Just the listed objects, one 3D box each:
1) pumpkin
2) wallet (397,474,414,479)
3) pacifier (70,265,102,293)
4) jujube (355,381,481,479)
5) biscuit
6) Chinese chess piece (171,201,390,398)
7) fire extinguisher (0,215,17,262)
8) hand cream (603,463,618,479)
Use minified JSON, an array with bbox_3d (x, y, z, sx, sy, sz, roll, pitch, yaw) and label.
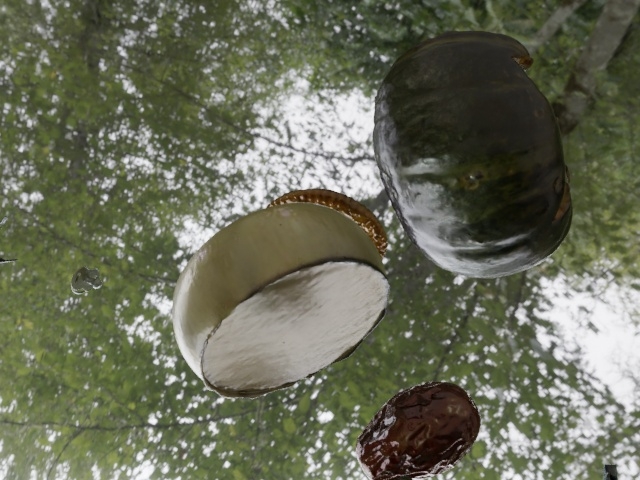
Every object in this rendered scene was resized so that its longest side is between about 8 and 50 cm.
[{"bbox_3d":[0.104,-0.035,0.416,0.183,0.119,0.107,50,-138,-41],"label":"pumpkin"},{"bbox_3d":[0.148,0.370,0.726,0.198,0.110,0.031,19,166,47],"label":"wallet"},{"bbox_3d":[-0.526,0.095,1.415,0.064,0.068,0.083,19,178,23],"label":"pacifier"},{"bbox_3d":[0.221,0.437,1.404,0.197,0.290,0.197,55,-172,-11],"label":"jujube"},{"bbox_3d":[0.000,0.000,1.187,0.254,0.254,0.035,25,-135,-11],"label":"biscuit"},{"bbox_3d":[-0.044,0.074,0.733,0.257,0.257,0.104,-1,-136,-37],"label":"Chinese chess piece"},{"bbox_3d":[-0.376,-0.097,0.600,0.105,0.105,0.269,-17,-88,-46],"label":"fire extinguisher"},{"bbox_3d":[0.144,0.228,0.316,0.224,0.048,0.083,-55,-49,-46],"label":"hand cream"}]
